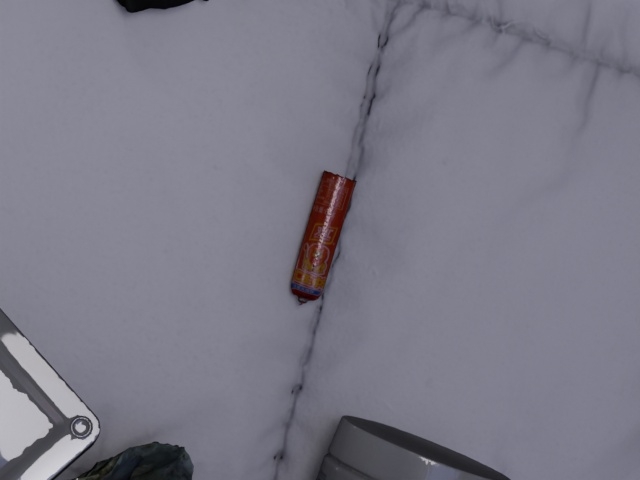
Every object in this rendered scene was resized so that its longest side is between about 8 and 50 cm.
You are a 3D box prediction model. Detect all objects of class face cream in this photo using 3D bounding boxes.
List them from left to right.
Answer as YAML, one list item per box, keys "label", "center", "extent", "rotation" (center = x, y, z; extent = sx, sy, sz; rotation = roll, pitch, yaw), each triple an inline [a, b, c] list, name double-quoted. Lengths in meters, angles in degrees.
- label: "face cream"
  center: [0.075, 0.265, 1.417]
  extent: [0.177, 0.177, 0.152]
  rotation: [20, 89, -26]

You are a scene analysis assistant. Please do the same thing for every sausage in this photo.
- label: "sausage"
  center: [0.000, 0.000, 1.428]
  extent: [0.034, 0.034, 0.129]
  rotation: [18, 89, -26]

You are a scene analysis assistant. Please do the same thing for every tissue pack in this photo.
- label: "tissue pack"
  center: [-0.309, 0.115, 1.200]
  extent: [0.159, 0.136, 0.246]
  rotation: [-41, 91, -15]

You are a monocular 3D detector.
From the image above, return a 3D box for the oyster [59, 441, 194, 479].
- label: "oyster"
  center: [-0.247, 0.298, 1.291]
  extent: [0.351, 0.158, 0.162]
  rotation: [-31, 124, -7]

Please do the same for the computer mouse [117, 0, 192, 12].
- label: "computer mouse"
  center: [-0.164, -0.311, 1.287]
  extent: [0.147, 0.088, 0.264]
  rotation: [-44, 115, -11]
